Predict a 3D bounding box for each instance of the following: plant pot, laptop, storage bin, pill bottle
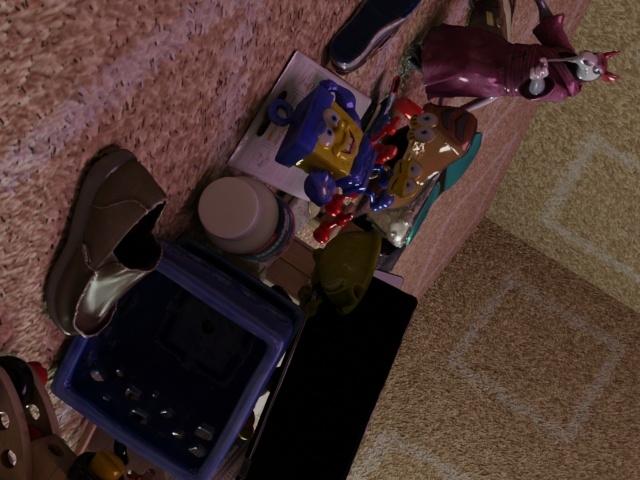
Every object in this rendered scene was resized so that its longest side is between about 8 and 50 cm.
[{"bbox_3d":[-0.166,0.135,1.242,0.236,0.236,0.212,-60,173,15],"label":"plant pot"},{"bbox_3d":[0.054,0.240,1.391,0.408,0.236,0.381,19,94,-59],"label":"laptop"},{"bbox_3d":[0.109,0.017,2.155,0.084,0.122,0.180,-62,166,23],"label":"storage bin"},{"bbox_3d":[-0.103,-0.030,1.321,0.108,0.108,0.180,-56,167,0],"label":"pill bottle"}]

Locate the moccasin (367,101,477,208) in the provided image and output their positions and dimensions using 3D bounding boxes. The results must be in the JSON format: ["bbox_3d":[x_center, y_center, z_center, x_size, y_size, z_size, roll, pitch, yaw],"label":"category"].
[{"bbox_3d":[0.168,-0.166,1.909,0.380,0.147,0.139,141,-29,-70],"label":"moccasin"}]

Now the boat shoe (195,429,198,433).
[{"bbox_3d":[-0.191,0.244,1.727,0.226,0.076,0.083,-59,167,9],"label":"boat shoe"}]

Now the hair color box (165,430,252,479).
[{"bbox_3d":[-0.192,0.404,1.648,0.185,0.110,0.339,-49,-176,-13],"label":"hair color box"}]

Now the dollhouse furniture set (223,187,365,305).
[{"bbox_3d":[0.000,0.000,1.618,0.303,0.174,0.355,-51,166,-22],"label":"dollhouse furniture set"}]

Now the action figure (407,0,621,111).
[{"bbox_3d":[0.356,-0.297,1.741,0.275,0.370,0.248,73,35,-48],"label":"action figure"}]

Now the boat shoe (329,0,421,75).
[{"bbox_3d":[0.078,-0.315,1.407,0.183,0.066,0.066,-43,169,-12],"label":"boat shoe"}]

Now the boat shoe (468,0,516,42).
[{"bbox_3d":[0.366,-0.476,1.973,0.095,0.095,0.257,-60,168,-13],"label":"boat shoe"}]

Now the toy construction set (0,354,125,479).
[{"bbox_3d":[-0.315,0.296,1.055,0.257,0.237,0.309,-53,167,-13],"label":"toy construction set"}]

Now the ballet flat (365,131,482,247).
[{"bbox_3d":[0.234,-0.152,2.187,0.409,0.147,0.147,-50,165,-37],"label":"ballet flat"}]

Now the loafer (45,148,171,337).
[{"bbox_3d":[-0.228,0.022,1.039,0.094,0.087,0.251,-40,159,-50],"label":"loafer"}]

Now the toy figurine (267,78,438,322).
[{"bbox_3d":[-0.009,-0.093,1.309,0.191,0.217,0.362,-21,-141,48],"label":"toy figurine"}]

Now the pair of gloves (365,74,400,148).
[{"bbox_3d":[0.094,-0.191,1.689,0.159,0.023,0.198,117,-7,-47],"label":"pair of gloves"}]

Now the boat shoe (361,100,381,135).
[{"bbox_3d":[0.061,-0.190,1.679,0.049,0.042,0.133,-79,-168,-57],"label":"boat shoe"}]

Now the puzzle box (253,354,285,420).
[{"bbox_3d":[-0.173,0.355,2.108,0.409,0.052,0.272,-58,167,6],"label":"puzzle box"}]

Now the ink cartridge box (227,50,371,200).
[{"bbox_3d":[-0.038,-0.170,1.393,0.232,0.066,0.189,22,103,-55],"label":"ink cartridge box"}]

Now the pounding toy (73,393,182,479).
[{"bbox_3d":[-0.271,0.314,1.438,0.269,0.154,0.154,-43,162,-46],"label":"pounding toy"}]

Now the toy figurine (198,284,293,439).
[{"bbox_3d":[-0.131,0.181,1.470,0.213,0.148,0.209,-30,116,-61],"label":"toy figurine"}]
